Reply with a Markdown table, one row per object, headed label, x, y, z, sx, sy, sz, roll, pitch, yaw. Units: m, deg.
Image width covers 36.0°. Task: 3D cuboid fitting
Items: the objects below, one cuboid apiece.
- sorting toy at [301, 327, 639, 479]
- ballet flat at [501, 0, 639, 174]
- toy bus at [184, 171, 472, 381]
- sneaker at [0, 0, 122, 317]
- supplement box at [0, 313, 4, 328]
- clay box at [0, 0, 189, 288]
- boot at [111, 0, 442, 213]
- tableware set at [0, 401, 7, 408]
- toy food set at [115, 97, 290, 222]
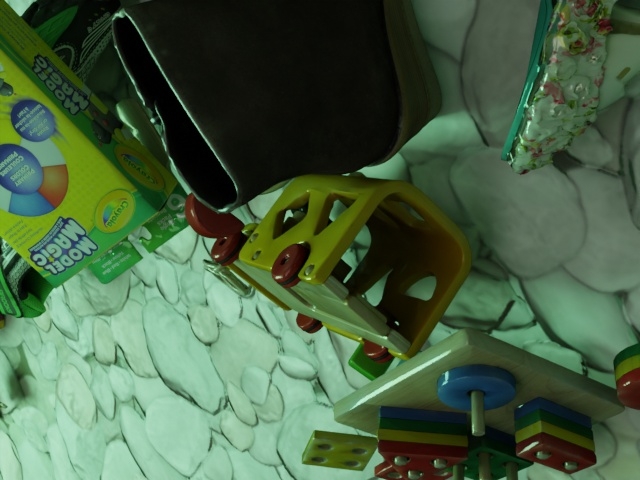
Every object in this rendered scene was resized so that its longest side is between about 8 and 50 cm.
| label | x | y | z | sx | sy | sz | roll | pitch | yaw |
| --- | --- | --- | --- | --- | --- | --- | --- | --- | --- |
| sorting toy | 0.093 | 0.123 | 0.623 | 0.274 | 0.132 | 0.046 | -38 | 38 | 43 |
| ballet flat | 0.151 | -0.136 | 0.506 | 0.077 | 0.091 | 0.240 | 14 | 122 | 12 |
| toy bus | 0.009 | 0.005 | 0.663 | 0.202 | 0.104 | 0.191 | 32 | 168 | 18 |
| sneaker | -0.243 | -0.076 | 0.864 | 0.146 | 0.134 | 0.343 | 25 | 122 | -11 |
| supplement box | -0.401 | 0.007 | 1.039 | 0.104 | 0.081 | 0.188 | 23 | 121 | 32 |
| clay box | -0.211 | -0.059 | 0.749 | 0.127 | 0.053 | 0.222 | -34 | 108 | 28 |
| boot | -0.035 | -0.150 | 0.571 | 0.090 | 0.207 | 0.248 | -28 | 87 | 44 |
| tableware set | -0.420 | 0.148 | 1.103 | 0.168 | 0.020 | 0.141 | 47 | 154 | -18 |
| toy food set | -0.059 | -0.099 | 0.738 | 0.192 | 0.038 | 0.132 | -27 | 95 | 38 |
